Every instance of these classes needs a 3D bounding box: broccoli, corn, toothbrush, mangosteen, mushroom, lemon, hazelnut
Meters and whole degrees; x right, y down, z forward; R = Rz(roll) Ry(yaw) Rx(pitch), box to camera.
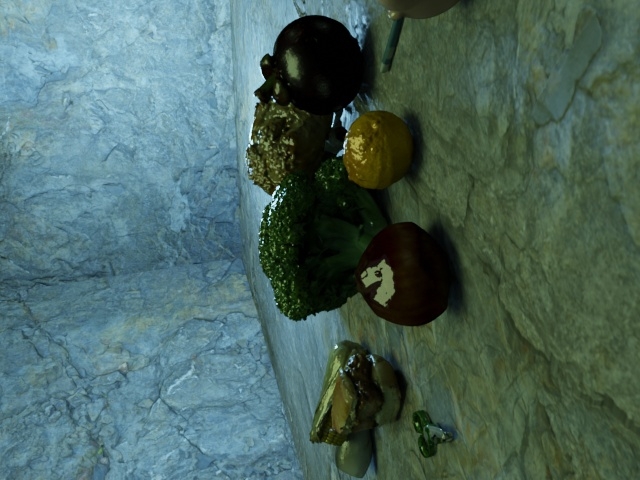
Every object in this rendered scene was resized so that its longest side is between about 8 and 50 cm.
[{"bbox_3d":[0.002,0.004,1.667,0.413,0.310,0.321,-66,8,-23],"label":"broccoli"},{"bbox_3d":[0.047,0.426,1.956,0.123,0.122,0.305,26,101,58],"label":"corn"},{"bbox_3d":[0.149,-0.421,1.361,0.276,0.019,0.025,103,147,-56],"label":"toothbrush"},{"bbox_3d":[-0.032,-0.385,1.614,0.228,0.265,0.228,155,90,-89],"label":"mangosteen"},{"bbox_3d":[0.098,0.543,2.037,0.118,0.103,0.270,180,93,-68],"label":"mushroom"},{"bbox_3d":[0.112,-0.173,1.405,0.187,0.142,0.142,103,155,-52],"label":"lemon"},{"bbox_3d":[0.153,0.065,1.326,0.178,0.177,0.204,104,154,-58],"label":"hazelnut"}]

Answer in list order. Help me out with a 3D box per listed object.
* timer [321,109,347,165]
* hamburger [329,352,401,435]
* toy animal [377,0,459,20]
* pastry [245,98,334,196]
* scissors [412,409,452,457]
[{"bbox_3d":[0.010,-0.216,1.881,0.266,0.175,0.175,-55,42,45],"label":"timer"},{"bbox_3d":[0.104,0.389,1.767,0.282,0.155,0.245,-158,62,-77],"label":"hamburger"},{"bbox_3d":[0.123,-0.445,1.083,0.229,0.210,0.221,-11,80,40],"label":"toy animal"},{"bbox_3d":[-0.089,-0.262,1.800,0.255,0.161,0.311,-1,71,53],"label":"pastry"},{"bbox_3d":[0.236,0.405,1.491,0.204,0.027,0.101,118,138,-72],"label":"scissors"}]
